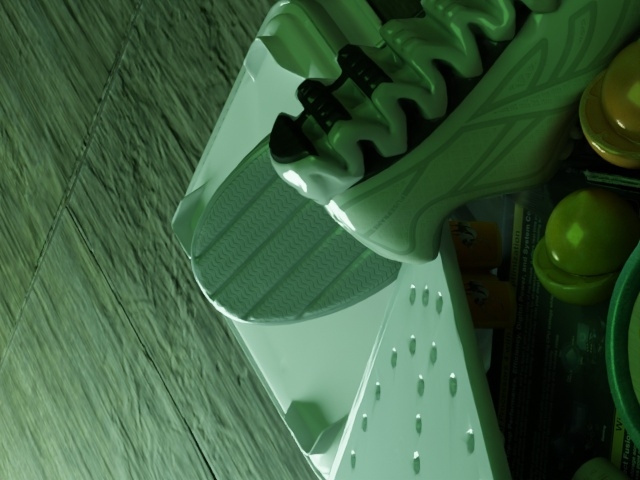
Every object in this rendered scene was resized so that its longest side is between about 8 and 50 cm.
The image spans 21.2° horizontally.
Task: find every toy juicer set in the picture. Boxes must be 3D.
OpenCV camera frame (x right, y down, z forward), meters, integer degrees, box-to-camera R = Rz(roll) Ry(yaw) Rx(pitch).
[{"bbox_3d":[0.168,0.049,0.834,0.209,0.089,0.329,11,99,53],"label":"toy juicer set"}]

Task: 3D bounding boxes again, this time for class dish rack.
[{"bbox_3d":[0.000,0.000,1.242,0.333,0.072,0.285,57,134,34],"label":"dish rack"}]

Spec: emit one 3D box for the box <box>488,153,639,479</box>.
[{"bbox_3d":[0.217,0.165,0.926,0.318,0.097,0.395,13,103,52],"label":"box"}]

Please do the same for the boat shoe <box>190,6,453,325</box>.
[{"bbox_3d":[0.060,-0.065,1.071,0.335,0.119,0.121,-39,93,25],"label":"boat shoe"}]

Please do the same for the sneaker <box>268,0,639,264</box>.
[{"bbox_3d":[0.114,-0.103,0.922,0.292,0.118,0.110,-38,24,9],"label":"sneaker"}]

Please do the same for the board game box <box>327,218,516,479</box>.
[{"bbox_3d":[0.073,0.248,1.005,0.390,0.050,0.390,106,160,-46],"label":"board game box"}]
